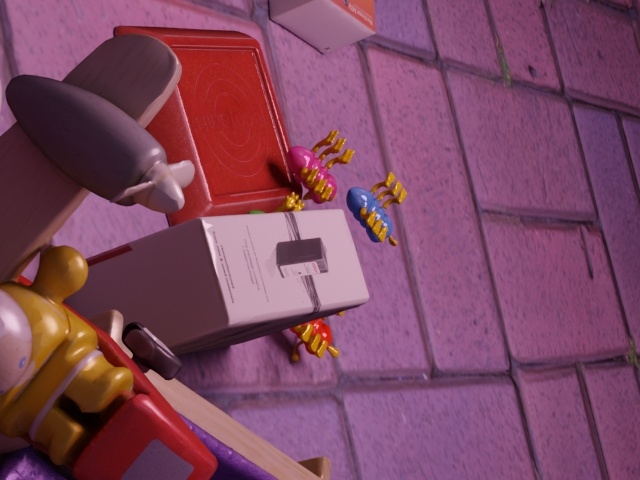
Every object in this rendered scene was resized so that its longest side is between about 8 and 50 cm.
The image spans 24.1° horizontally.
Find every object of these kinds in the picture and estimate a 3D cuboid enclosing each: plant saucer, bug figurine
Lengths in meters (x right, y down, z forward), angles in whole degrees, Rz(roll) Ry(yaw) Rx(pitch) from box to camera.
[{"bbox_3d":[-0.118,-0.139,1.796,0.258,0.047,0.259,-10,84,-58],"label":"plant saucer"},{"bbox_3d":[0.000,0.000,1.824,0.216,0.072,0.279,55,48,-31],"label":"bug figurine"}]

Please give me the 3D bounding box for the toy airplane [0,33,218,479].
[{"bbox_3d":[-0.275,0.045,1.123,0.272,0.384,0.386,-159,-114,-79],"label":"toy airplane"}]

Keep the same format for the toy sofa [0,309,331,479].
[{"bbox_3d":[-0.149,0.236,1.447,0.362,0.150,0.177,41,41,-40],"label":"toy sofa"}]

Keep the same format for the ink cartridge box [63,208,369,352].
[{"bbox_3d":[-0.106,0.049,1.567,0.273,0.197,0.114,-4,77,-58],"label":"ink cartridge box"}]

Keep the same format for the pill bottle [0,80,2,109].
[{"bbox_3d":[-0.406,-0.151,1.253,0.264,0.146,0.146,35,46,-45],"label":"pill bottle"}]

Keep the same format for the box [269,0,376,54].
[{"bbox_3d":[0.000,-0.365,2.057,0.130,0.091,0.171,26,52,-50],"label":"box"}]
